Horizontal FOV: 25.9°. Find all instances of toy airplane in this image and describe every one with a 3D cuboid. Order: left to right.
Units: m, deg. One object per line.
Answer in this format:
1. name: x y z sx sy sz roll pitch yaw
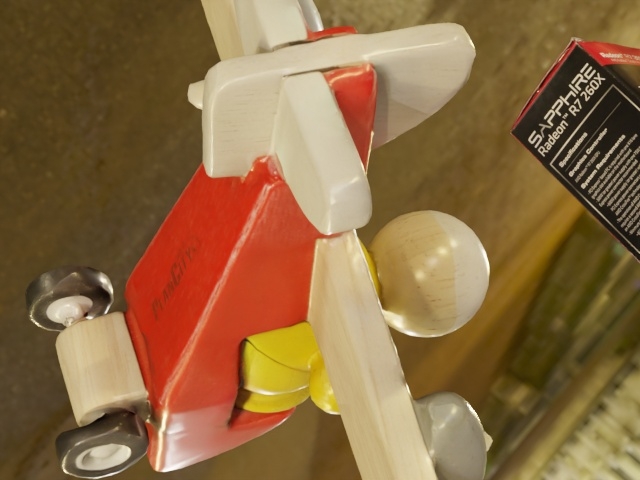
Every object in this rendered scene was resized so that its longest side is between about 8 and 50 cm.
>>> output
1. toy airplane: 0.000 0.000 0.878 0.272 0.384 0.386 3 96 -31

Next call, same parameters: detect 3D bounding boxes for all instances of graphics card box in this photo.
1. graphics card box: 0.330 0.009 0.992 0.233 0.371 0.094 -3 135 -53
